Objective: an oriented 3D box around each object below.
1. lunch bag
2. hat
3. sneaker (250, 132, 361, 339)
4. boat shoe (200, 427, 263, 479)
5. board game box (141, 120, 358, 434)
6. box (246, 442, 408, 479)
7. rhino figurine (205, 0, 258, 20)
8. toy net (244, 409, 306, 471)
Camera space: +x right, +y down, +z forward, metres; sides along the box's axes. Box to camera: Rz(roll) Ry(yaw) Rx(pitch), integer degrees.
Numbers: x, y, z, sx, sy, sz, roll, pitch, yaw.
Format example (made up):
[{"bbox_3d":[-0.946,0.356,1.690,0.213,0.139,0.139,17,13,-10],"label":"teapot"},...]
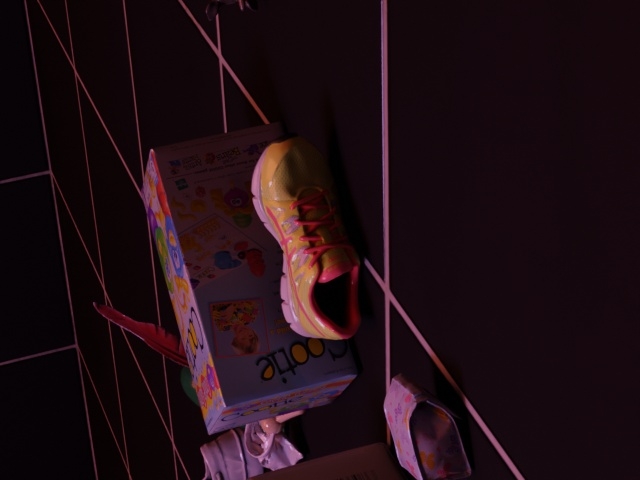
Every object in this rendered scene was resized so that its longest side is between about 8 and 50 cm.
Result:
[{"bbox_3d":[0.088,0.157,1.293,0.071,0.053,0.083,-150,39,-71],"label":"lunch bag"},{"bbox_3d":[-0.160,0.185,1.918,0.173,0.183,0.208,93,157,-46],"label":"hat"},{"bbox_3d":[0.000,0.000,1.440,0.094,0.081,0.208,26,134,61],"label":"sneaker"},{"bbox_3d":[-0.131,0.356,2.128,0.267,0.088,0.096,98,153,-52],"label":"boat shoe"},{"bbox_3d":[-0.079,0.040,1.597,0.142,0.144,0.275,121,135,-69],"label":"board game box"},{"bbox_3d":[0.018,0.333,1.496,0.127,0.148,0.232,-123,26,-50],"label":"box"},{"bbox_3d":[-0.115,-0.305,1.576,0.106,0.073,0.243,98,153,-43],"label":"rhino figurine"},{"bbox_3d":[-0.071,0.179,1.777,0.122,0.045,0.232,26,130,30],"label":"toy net"}]
